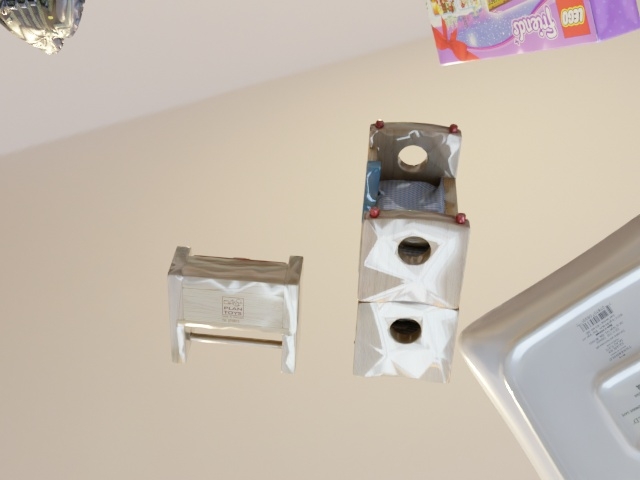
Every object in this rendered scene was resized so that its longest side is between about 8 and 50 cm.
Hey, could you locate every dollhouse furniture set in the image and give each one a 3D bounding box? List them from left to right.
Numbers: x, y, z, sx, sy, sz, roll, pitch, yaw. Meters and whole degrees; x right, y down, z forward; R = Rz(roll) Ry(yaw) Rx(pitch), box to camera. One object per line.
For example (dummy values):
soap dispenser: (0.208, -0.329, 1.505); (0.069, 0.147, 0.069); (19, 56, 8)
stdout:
dollhouse furniture set: (0.000, 0.000, 0.668); (0.183, 0.129, 0.129); (4, -146, 2)

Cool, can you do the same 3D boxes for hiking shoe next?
hiking shoe: (-0.369, -0.307, 1.274); (0.114, 0.227, 0.086); (16, -109, -24)

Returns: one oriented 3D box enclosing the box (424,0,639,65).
box: (0.192, -0.293, 1.015); (0.057, 0.201, 0.293); (-20, -167, -20)

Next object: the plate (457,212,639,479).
plate: (0.282, 0.133, 0.836); (0.277, 0.045, 0.278); (-38, -106, 27)
